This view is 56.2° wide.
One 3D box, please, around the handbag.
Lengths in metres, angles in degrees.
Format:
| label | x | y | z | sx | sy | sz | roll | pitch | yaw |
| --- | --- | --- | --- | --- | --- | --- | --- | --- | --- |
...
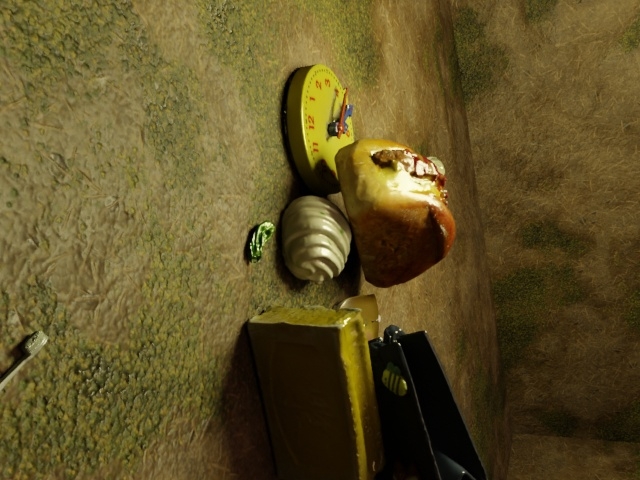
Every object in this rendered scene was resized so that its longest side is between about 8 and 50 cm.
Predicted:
| label | x | y | z | sx | sy | sz | roll | pitch | yaw |
| --- | --- | --- | --- | --- | --- | --- | --- | --- | --- |
| handbag | 0.123 | 0.335 | 1.124 | 0.122 | 0.303 | 0.329 | -15 | 82 | -34 |

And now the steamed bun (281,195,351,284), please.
| label | x | y | z | sx | sy | sz | roll | pitch | yaw |
| --- | --- | --- | --- | --- | --- | --- | --- | --- | --- |
| steamed bun | 0.000 | 0.000 | 1.187 | 0.183 | 0.106 | 0.183 | 22 | 66 | -61 |

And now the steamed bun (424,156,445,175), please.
| label | x | y | z | sx | sy | sz | roll | pitch | yaw |
| --- | --- | --- | --- | --- | --- | --- | --- | --- | --- |
| steamed bun | 0.222 | -0.144 | 1.635 | 0.211 | 0.144 | 0.218 | -16 | 131 | -56 |

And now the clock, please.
| label | x | y | z | sx | sy | sz | roll | pitch | yaw |
| --- | --- | --- | --- | --- | --- | --- | --- | --- | --- |
| clock | 0.018 | -0.238 | 1.293 | 0.293 | 0.071 | 0.277 | -22 | 107 | -63 |

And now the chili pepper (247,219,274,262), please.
| label | x | y | z | sx | sy | sz | roll | pitch | yaw |
| --- | --- | --- | --- | --- | --- | --- | --- | --- | --- |
| chili pepper | -0.105 | -0.002 | 1.054 | 0.034 | 0.030 | 0.091 | 95 | 13 | -50 |

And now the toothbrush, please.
| label | x | y | z | sx | sy | sz | roll | pitch | yaw |
| --- | --- | --- | --- | --- | --- | --- | --- | --- | --- |
| toothbrush | -0.330 | 0.158 | 0.578 | 0.194 | 0.014 | 0.017 | -62 | 141 | -47 |

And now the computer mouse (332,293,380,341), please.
| label | x | y | z | sx | sy | sz | roll | pitch | yaw |
| --- | --- | --- | --- | --- | --- | --- | --- | --- | --- |
| computer mouse | 0.097 | 0.192 | 1.423 | 0.245 | 0.056 | 0.126 | 7 | 81 | -65 |

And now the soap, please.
| label | x | y | z | sx | sy | sz | roll | pitch | yaw |
| --- | --- | --- | --- | --- | --- | --- | --- | --- | --- |
| soap | -0.007 | 0.271 | 1.035 | 0.091 | 0.199 | 0.315 | -27 | 113 | -55 |

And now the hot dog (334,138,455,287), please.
| label | x | y | z | sx | sy | sz | roll | pitch | yaw |
| --- | --- | --- | --- | --- | --- | --- | --- | --- | --- |
| hot dog | 0.171 | -0.058 | 1.310 | 0.405 | 0.223 | 0.185 | 68 | 12 | -58 |
